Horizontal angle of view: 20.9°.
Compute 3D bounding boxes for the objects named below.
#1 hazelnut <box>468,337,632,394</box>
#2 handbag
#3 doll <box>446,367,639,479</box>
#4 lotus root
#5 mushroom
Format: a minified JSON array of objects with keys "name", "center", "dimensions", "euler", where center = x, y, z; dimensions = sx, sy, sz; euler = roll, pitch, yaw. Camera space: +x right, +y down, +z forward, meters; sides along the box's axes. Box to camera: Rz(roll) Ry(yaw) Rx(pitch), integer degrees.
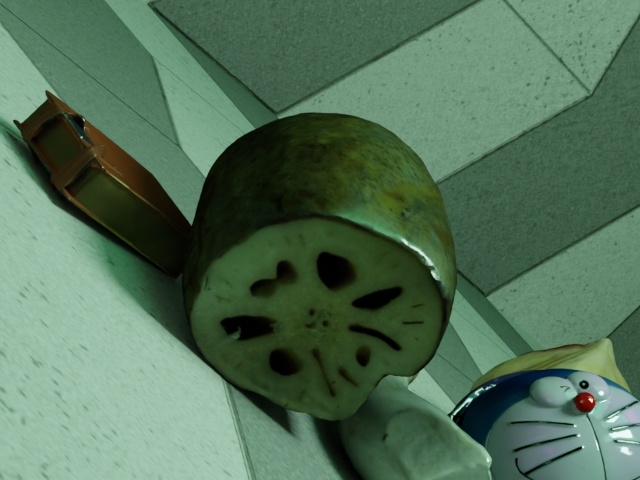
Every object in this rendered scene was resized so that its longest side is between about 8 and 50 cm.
[{"name":"hazelnut","center":[0.294,0.228,2.113],"dimensions":[0.261,0.241,0.261],"euler":[38,6,-5]},{"name":"handbag","center":[-0.198,-0.052,1.636],"dimensions":[0.127,0.063,0.190],"euler":[51,6,37]},{"name":"doll","center":[0.248,0.265,1.708],"dimensions":[0.240,0.284,0.310],"euler":[108,-39,-55]},{"name":"lotus root","center":[0.000,0.000,1.644],"dimensions":[0.250,0.250,0.346],"euler":[43,14,-15]},{"name":"mushroom","center":[0.072,0.173,1.669],"dimensions":[0.270,0.118,0.103],"euler":[-122,-155,-59]}]
